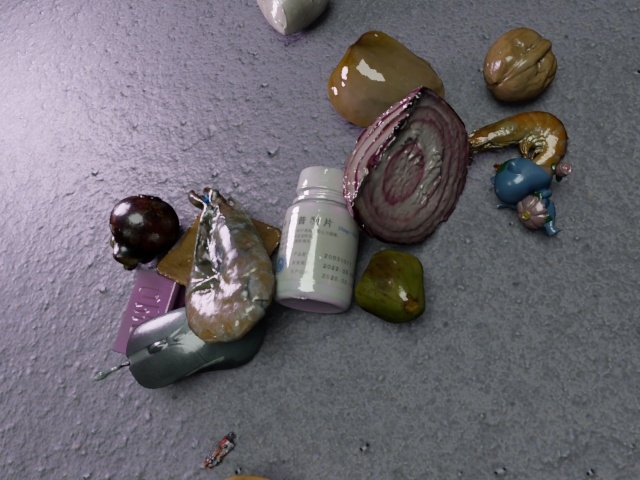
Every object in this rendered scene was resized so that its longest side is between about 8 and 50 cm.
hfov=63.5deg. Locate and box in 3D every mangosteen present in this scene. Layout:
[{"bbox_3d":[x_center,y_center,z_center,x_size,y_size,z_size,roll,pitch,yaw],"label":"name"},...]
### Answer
[{"bbox_3d":[-0.426,-0.021,1.241,0.173,0.172,0.183,10,74,19],"label":"mangosteen"}]

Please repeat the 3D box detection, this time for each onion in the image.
[{"bbox_3d":[0.173,-0.134,1.084,0.146,0.280,0.314,24,83,49],"label":"onion"}]

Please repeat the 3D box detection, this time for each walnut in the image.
[{"bbox_3d":[0.440,-0.385,1.147,0.167,0.149,0.166,3,80,-17],"label":"walnut"}]

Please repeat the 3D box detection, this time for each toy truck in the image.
[{"bbox_3d":[-0.210,0.439,1.081,0.083,0.024,0.032,-47,36,-1],"label":"toy truck"}]

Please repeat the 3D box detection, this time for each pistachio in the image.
[{"bbox_3d":[0.152,-0.355,1.210,0.261,0.163,0.212,33,102,10],"label":"pistachio"}]

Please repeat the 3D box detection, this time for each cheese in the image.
[{"bbox_3d":[-0.073,-0.666,1.385,0.189,0.154,0.198,-28,65,-2],"label":"cheese"}]

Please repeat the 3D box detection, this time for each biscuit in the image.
[{"bbox_3d":[-0.234,0.025,1.211,0.237,0.013,0.232,20,58,23],"label":"biscuit"}]

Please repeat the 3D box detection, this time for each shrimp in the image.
[{"bbox_3d":[-0.218,0.036,1.126,0.221,0.110,0.445,-35,45,13],"label":"shrimp"},{"bbox_3d":[0.411,-0.204,1.129,0.249,0.068,0.150,-7,76,12],"label":"shrimp"}]

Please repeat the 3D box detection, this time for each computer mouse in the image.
[{"bbox_3d":[-0.301,0.222,1.103,0.380,0.090,0.167,-20,65,-13],"label":"computer mouse"}]

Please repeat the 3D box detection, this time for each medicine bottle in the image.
[{"bbox_3d":[0.000,0.000,1.107,0.170,0.170,0.292,4,71,17],"label":"medicine bottle"}]

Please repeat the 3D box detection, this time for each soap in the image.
[{"bbox_3d":[-0.392,0.175,1.207,0.122,0.065,0.203,7,72,18],"label":"soap"}]

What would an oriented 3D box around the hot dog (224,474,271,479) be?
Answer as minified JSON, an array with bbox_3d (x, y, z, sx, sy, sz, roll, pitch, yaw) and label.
[{"bbox_3d":[-0.133,0.561,0.945,0.151,0.153,0.256,5,74,13],"label":"hot dog"}]

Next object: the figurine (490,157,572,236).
[{"bbox_3d":[0.445,-0.097,1.059,0.145,0.114,0.178,-28,78,-1],"label":"figurine"}]

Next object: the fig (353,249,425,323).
[{"bbox_3d":[0.153,0.098,1.043,0.165,0.154,0.144,-134,49,-57],"label":"fig"}]
